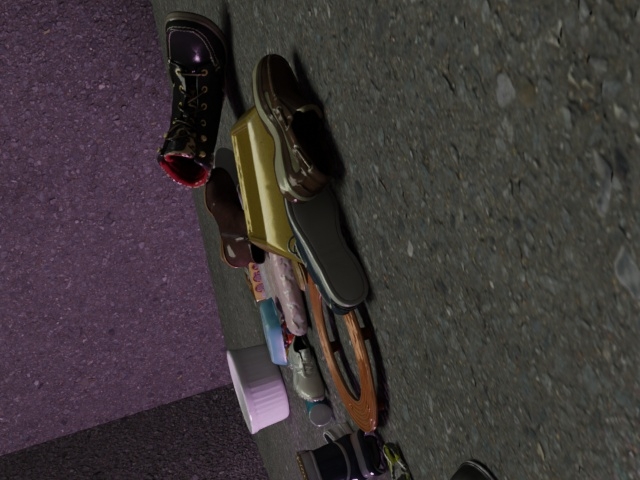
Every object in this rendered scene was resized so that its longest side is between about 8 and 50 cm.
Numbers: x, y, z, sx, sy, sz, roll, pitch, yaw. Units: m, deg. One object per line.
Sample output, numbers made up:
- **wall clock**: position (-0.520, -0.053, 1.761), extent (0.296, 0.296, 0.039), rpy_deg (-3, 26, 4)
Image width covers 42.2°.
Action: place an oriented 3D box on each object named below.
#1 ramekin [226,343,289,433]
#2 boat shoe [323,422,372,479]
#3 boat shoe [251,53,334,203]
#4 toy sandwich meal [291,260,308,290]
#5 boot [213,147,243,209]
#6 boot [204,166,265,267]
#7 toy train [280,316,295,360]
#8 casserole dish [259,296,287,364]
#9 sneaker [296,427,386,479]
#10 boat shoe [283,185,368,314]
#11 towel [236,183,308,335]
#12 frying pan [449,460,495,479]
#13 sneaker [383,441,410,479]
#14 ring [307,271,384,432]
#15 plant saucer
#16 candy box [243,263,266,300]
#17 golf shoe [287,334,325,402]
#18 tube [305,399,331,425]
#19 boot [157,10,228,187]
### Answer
- **ramekin**: position (-0.199, 0.467, 2.665), extent (0.277, 0.135, 0.277), rpy_deg (164, 90, -78)
- **boat shoe**: position (0.054, 0.442, 1.705), extent (0.184, 0.063, 0.066), rpy_deg (-123, 22, -55)
- **boat shoe**: position (-0.033, -0.190, 1.308), extent (0.095, 0.095, 0.257), rpy_deg (-31, 70, 42)
- **toy sandwich meal**: position (-0.037, 0.066, 1.724), extent (0.085, 0.029, 0.085), rpy_deg (162, 90, -82)
- **boot**: position (-0.245, -0.105, 2.179), extent (0.123, 0.095, 0.258), rpy_deg (-28, 78, 50)
- **boot**: position (-0.192, -0.060, 1.948), extent (0.207, 0.090, 0.248), rpy_deg (-6, 93, 62)
- **toy train**: position (-0.078, 0.239, 2.080), extent (0.166, 0.046, 0.125), rpy_deg (-173, 69, -73)
- **casserole dish**: position (-0.115, 0.223, 2.001), extent (0.114, 0.037, 0.188), rpy_deg (-112, 11, -47)
- **sneaker**: position (0.037, 0.429, 1.597), extent (0.282, 0.153, 0.099), rpy_deg (94, 156, -75)
- **boat shoe**: position (0.000, 0.000, 1.346), extent (0.254, 0.095, 0.079), rpy_deg (62, 154, 13)
- **towel**: position (-0.116, 0.029, 1.964), extent (0.317, 0.053, 0.331), rpy_deg (-145, 40, -70)
- **frying pan**: position (0.188, 0.367, 1.089), extent (0.326, 0.053, 0.197), rpy_deg (-163, 59, -72)
- **sneaker**: position (0.130, 0.381, 1.393), extent (0.035, 0.031, 0.083), rpy_deg (69, -177, -61)
- **ring**: position (0.045, 0.182, 1.505), extent (0.336, 0.032, 0.336), rpy_deg (165, 90, -78)
- **plant saucer**: position (-0.104, -0.115, 1.603), extent (0.333, 0.081, 0.332), rpy_deg (-171, 72, -76)
- **candy box**: position (-0.184, 0.061, 2.297), extent (0.109, 0.053, 0.186), rpy_deg (-128, 24, -57)
- **golf shoe**: position (-0.037, 0.293, 1.921), extent (0.176, 0.069, 0.086), rpy_deg (-120, 25, -44)
- **tube**: position (-0.015, 0.392, 1.991), extent (0.207, 0.052, 0.080), rpy_deg (-156, 56, -80)
- **boot**: position (-0.298, -0.314, 1.905), extent (0.377, 0.138, 0.284), rpy_deg (98, 180, -69)
